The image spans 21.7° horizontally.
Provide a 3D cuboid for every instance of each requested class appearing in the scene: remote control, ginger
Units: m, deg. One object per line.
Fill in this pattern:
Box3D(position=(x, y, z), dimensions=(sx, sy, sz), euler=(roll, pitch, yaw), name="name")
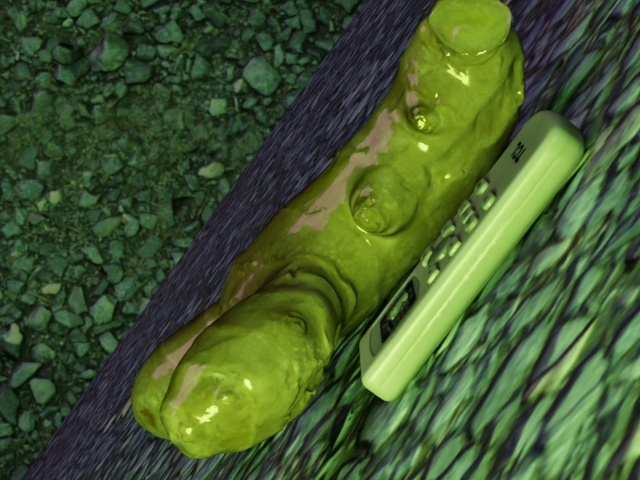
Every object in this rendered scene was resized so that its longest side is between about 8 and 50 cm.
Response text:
Box3D(position=(0.086, 0.005, 0.975), dimensions=(0.190, 0.029, 0.087), euler=(-53, 8, 11), name="remote control")
Box3D(position=(0.010, 0.013, 1.156), dimensions=(0.348, 0.122, 0.363), euler=(-46, -6, -10), name="ginger")
